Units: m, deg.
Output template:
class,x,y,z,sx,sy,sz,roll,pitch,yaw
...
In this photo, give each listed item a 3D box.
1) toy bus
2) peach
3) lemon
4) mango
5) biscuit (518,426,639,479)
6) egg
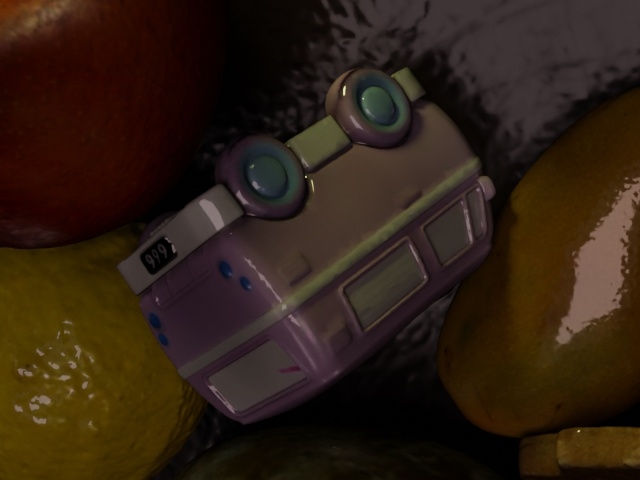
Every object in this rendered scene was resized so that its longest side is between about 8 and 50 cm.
class,x,y,z,sx,sy,sz,roll,pitch,yaw
toy bus,0.000,0.000,0.771,0.142,0.202,0.142,53,142,1
peach,-0.145,-0.121,0.724,0.201,0.361,0.257,19,112,-19
lemon,-0.163,0.074,0.843,0.192,0.192,0.231,34,114,2
mango,0.168,0.019,0.792,0.138,0.113,0.253,35,111,18
biscuit,0.216,0.137,0.755,0.182,0.215,0.034,14,72,-8
egg,0.022,0.233,0.821,0.290,0.238,0.238,22,109,24
